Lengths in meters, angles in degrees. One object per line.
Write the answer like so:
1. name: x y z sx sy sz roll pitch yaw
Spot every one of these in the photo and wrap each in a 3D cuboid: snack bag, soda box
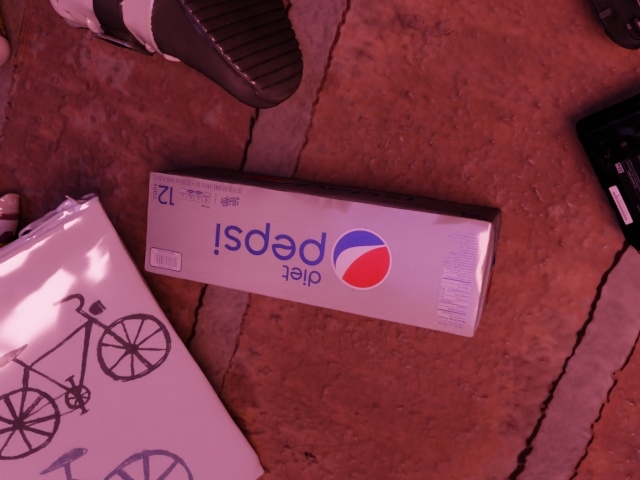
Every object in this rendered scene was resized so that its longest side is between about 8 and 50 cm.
1. snack bag: -0.252 0.177 0.554 0.323 0.037 0.342 -33 113 -18
2. soda box: 0.000 0.000 0.553 0.287 0.098 0.091 10 102 18

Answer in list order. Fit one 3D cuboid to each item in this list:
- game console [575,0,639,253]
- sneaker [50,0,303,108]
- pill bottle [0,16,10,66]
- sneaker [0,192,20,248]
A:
1. game console: 0.252 -0.163 0.422 0.213 0.044 0.361 -22 99 35
2. sneaker: -0.154 -0.219 0.574 0.330 0.122 0.146 48 129 5
3. pill bottle: -0.392 -0.271 0.636 0.117 0.117 0.214 -15 95 21
4. sneaker: -0.408 -0.049 0.714 0.186 0.069 0.083 23 98 8
